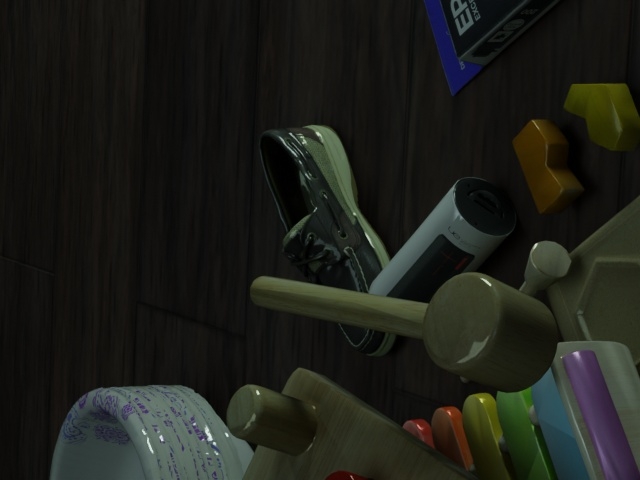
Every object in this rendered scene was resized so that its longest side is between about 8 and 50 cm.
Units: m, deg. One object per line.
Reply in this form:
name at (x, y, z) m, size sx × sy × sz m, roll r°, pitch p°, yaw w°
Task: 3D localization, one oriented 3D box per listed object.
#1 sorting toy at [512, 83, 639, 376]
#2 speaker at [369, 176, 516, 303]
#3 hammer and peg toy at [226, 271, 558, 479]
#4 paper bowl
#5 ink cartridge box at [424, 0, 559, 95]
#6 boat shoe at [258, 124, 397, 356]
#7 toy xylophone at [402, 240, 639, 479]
sorting toy at (0.222, 0.026, 0.900) m, size 0.229 × 0.041 × 0.307 m, roll -51°, pitch 49°, yaw 51°
speaker at (0.091, 0.012, 1.088) m, size 0.136 × 0.055 × 0.055 m, roll -52°, pitch 49°, yaw 44°
hammer and peg toy at (0.024, 0.183, 0.891) m, size 0.266 × 0.127 × 0.361 m, roll 26°, pitch 93°, yaw 54°
paper bowl at (-0.147, 0.279, 1.384) m, size 0.284 × 0.148 × 0.284 m, roll 3°, pitch 94°, yaw 58°
ink cartridge box at (0.113, -0.243, 1.058) m, size 0.208 × 0.045 × 0.206 m, roll -41°, pitch 57°, yaw 52°
boat shoe at (0.000, -0.001, 1.213) m, size 0.080 × 0.073 × 0.223 m, roll -50°, pitch 50°, yaw 46°
toy xylophone at (0.132, 0.152, 0.966) m, size 0.322 × 0.081 × 0.236 m, roll 112°, pitch 145°, yaw -50°
